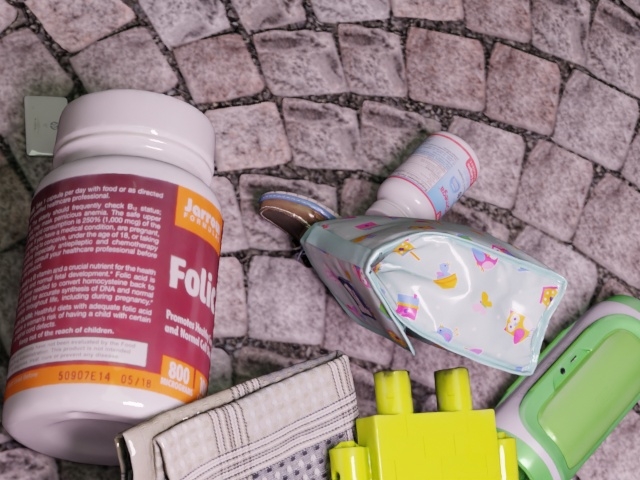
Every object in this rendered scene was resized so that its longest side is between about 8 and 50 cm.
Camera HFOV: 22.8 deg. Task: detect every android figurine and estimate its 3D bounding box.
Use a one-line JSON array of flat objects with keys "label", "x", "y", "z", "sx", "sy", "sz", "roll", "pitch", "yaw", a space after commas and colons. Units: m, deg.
[{"label": "android figurine", "x": 0.126, "y": 0.281, "z": 1.793, "sx": 0.248, "sy": 0.056, "sz": 0.272, "roll": -1, "pitch": 81, "yaw": -31}]

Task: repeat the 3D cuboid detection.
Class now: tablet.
[{"label": "tablet", "x": -0.341, "y": -0.143, "z": 1.978, "sx": 0.054, "sy": 0.006, "sz": 0.083, "roll": 1, "pitch": 67, "yaw": -19}]

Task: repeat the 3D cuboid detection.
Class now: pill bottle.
[{"label": "pill bottle", "x": 0.130, "y": -0.064, "z": 2.058, "sx": 0.087, "sy": 0.087, "sz": 0.160, "roll": 43, "pitch": 61, "yaw": 3}, {"label": "pill bottle", "x": -0.228, "y": 0.041, "z": 1.811, "sx": 0.224, "sy": 0.224, "sz": 0.392, "roll": 10, "pitch": 65, "yaw": -14}]

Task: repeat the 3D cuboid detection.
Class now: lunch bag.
[{"label": "lunch bag", "x": 0.122, "y": 0.050, "z": 1.895, "sx": 0.262, "sy": 0.223, "sz": 0.160, "roll": 17, "pitch": 94, "yaw": -23}]

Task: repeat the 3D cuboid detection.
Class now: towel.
[{"label": "towel", "x": -0.066, "y": 0.307, "z": 1.726, "sx": 0.324, "sy": 0.056, "sz": 0.312, "roll": -18, "pitch": 108, "yaw": -37}]

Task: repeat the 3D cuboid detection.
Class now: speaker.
[{"label": "speaker", "x": 0.316, "y": 0.198, "z": 1.983, "sx": 0.131, "sy": 0.131, "sz": 0.296, "roll": 46, "pitch": 61, "yaw": 4}]

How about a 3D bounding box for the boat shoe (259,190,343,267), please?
[{"label": "boat shoe", "x": 0.000, "y": 0.000, "z": 1.997, "sx": 0.183, "sy": 0.066, "sz": 0.066, "roll": 26, "pitch": 63, "yaw": -7}]
